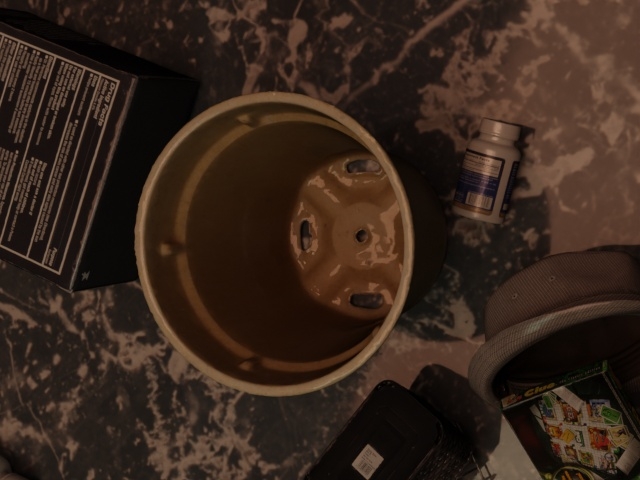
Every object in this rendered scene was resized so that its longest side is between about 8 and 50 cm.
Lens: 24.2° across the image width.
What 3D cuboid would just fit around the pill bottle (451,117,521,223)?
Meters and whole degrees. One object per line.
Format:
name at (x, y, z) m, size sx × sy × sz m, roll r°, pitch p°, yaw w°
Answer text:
pill bottle at (0.204, -0.085, 1.806) m, size 0.067 × 0.067 × 0.120 m, roll 17°, pitch 98°, yaw 21°

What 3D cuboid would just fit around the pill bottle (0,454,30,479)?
pill bottle at (-0.497, 0.337, 2.087) m, size 0.186 × 0.112 × 0.112 m, roll 21°, pitch 100°, yaw 21°

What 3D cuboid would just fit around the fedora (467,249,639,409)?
fedora at (0.295, 0.094, 1.721) m, size 0.275 × 0.244 × 0.124 m, roll -29°, pitch 52°, yaw 28°

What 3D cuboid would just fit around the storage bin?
storage bin at (0.080, 0.275, 1.809) m, size 0.180 × 0.084 × 0.122 m, roll -51°, pitch 50°, yaw 2°

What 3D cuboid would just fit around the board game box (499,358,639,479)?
board game box at (0.326, 0.263, 1.727) m, size 0.136 × 0.030 × 0.260 m, roll -24°, pitch 112°, yaw 19°

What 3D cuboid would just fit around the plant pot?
plant pot at (0.000, 0.000, 1.765) m, size 0.334 × 0.305 × 0.334 m, roll 1°, pitch 92°, yaw 22°

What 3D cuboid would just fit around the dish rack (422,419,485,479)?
dish rack at (0.133, 0.365, 1.851) m, size 0.208 × 0.074 × 0.271 m, roll -27°, pitch 81°, yaw 20°

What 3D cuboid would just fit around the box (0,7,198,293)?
box at (-0.358, -0.123, 1.973) m, size 0.294 × 0.183 × 0.296 m, roll 24°, pitch 103°, yaw 21°
